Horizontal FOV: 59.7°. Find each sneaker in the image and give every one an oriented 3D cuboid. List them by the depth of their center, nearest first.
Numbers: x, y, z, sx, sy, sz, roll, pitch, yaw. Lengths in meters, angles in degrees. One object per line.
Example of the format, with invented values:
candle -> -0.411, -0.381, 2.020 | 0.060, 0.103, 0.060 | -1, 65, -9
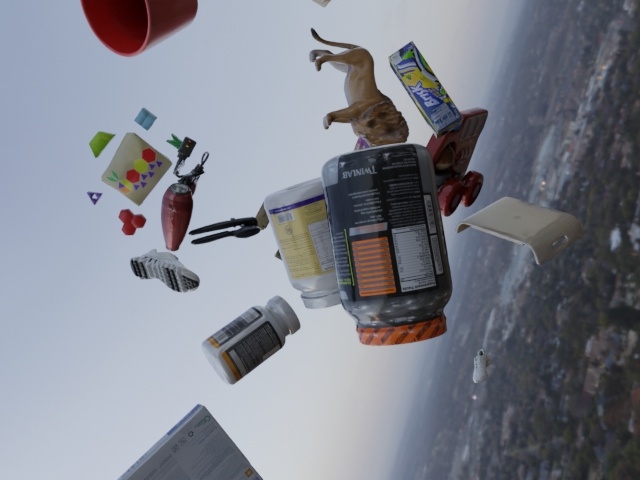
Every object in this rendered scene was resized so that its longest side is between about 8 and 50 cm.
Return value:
sneaker -> -0.526, 0.095, 1.947 | 0.118, 0.292, 0.110 | -42, -41, -46
sneaker -> 0.572, 0.452, 2.009 | 0.061, 0.053, 0.152 | 58, -145, -13

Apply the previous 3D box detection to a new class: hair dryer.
hair dryer -> -0.346, -0.111, 1.464 | 0.223, 0.080, 0.294 | 66, -137, -82

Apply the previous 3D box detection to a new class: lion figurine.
lion figurine -> 0.112, -0.442, 1.616 | 0.142, 0.240, 0.392 | 156, 103, -84

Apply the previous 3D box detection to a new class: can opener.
can opener -> -0.251, -0.028, 1.461 | 0.073, 0.186, 0.059 | 171, 91, -79

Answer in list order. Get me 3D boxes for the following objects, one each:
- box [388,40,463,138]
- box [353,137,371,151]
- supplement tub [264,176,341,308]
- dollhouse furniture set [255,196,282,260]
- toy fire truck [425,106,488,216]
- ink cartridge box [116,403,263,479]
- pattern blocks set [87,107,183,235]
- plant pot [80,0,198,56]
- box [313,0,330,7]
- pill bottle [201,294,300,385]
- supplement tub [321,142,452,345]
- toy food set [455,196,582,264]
box -> 0.190, -0.272, 1.013 | 0.054, 0.169, 0.059 | -32, -6, 10
box -> 0.149, -0.212, 2.086 | 0.201, 0.057, 0.293 | -110, 31, -44
supplement tub -> 0.000, 0.000, 1.558 | 0.241, 0.241, 0.331 | -40, -66, -67
dollhouse furniture set -> -0.095, -0.041, 1.827 | 0.212, 0.242, 0.161 | -62, 7, -1
toy fire truck -> 0.329, -0.218, 1.456 | 0.302, 0.169, 0.254 | -23, -47, -50
ink cartridge box -> -0.396, 0.742, 1.732 | 0.324, 0.330, 0.071 | -41, 13, -28
pattern blocks set -> -0.525, -0.198, 1.588 | 0.325, 0.285, 0.026 | -39, 14, 13
plant pot -> -0.502, -0.689, 1.598 | 0.243, 0.275, 0.275 | -42, -34, -48
box -> -0.075, -0.786, 1.505 | 0.148, 0.311, 0.121 | -20, 52, 62
pill bottle -> -0.207, 0.297, 1.698 | 0.278, 0.162, 0.162 | -34, -33, -23
supplement tub -> 0.123, 0.008, 1.016 | 0.207, 0.207, 0.338 | -6, -92, -75
toy food set -> 0.595, -0.029, 1.695 | 0.219, 0.306, 0.092 | -26, -59, -28
